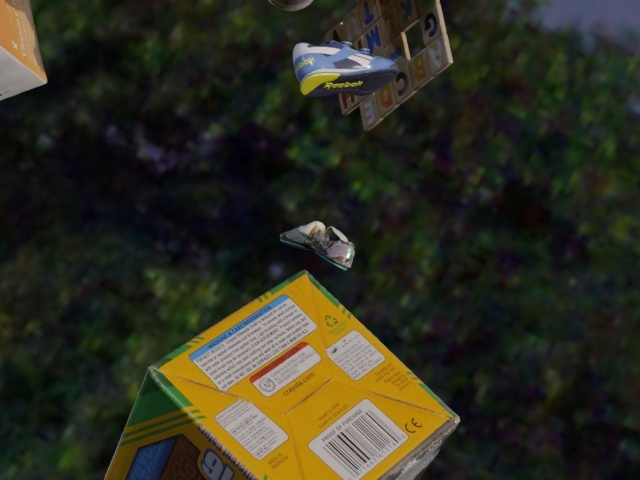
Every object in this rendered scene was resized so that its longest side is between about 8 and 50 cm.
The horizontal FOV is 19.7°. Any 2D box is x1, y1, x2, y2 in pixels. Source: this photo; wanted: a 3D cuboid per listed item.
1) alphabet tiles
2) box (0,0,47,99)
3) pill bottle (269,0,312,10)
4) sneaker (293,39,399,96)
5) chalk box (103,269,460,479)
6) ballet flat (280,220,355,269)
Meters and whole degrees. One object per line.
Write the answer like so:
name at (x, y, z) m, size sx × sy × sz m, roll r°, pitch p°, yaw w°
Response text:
alphabet tiles at (0.078, -0.257, 2.284) m, size 0.009 × 0.198 × 0.237 m, roll 1°, pitch -22°, yaw -32°
box at (-0.530, -0.335, 2.472) m, size 0.168 × 0.215 × 0.345 m, roll -18°, pitch -20°, yaw 12°
pill bottle at (-0.036, -0.359, 2.421) m, size 0.078 × 0.078 × 0.137 m, roll 29°, pitch -12°, yaw 2°
sneaker at (0.029, -0.197, 2.065) m, size 0.053 × 0.144 × 0.059 m, roll -47°, pitch -121°, yaw 38°
chalk box at (-0.052, 0.201, 1.460) m, size 0.179 × 0.180 × 0.289 m, roll 44°, pitch -42°, yaw 15°
ballet flat at (0.000, 0.000, 2.055) m, size 0.114 × 0.041 × 0.041 m, roll 23°, pitch -21°, yaw 47°
